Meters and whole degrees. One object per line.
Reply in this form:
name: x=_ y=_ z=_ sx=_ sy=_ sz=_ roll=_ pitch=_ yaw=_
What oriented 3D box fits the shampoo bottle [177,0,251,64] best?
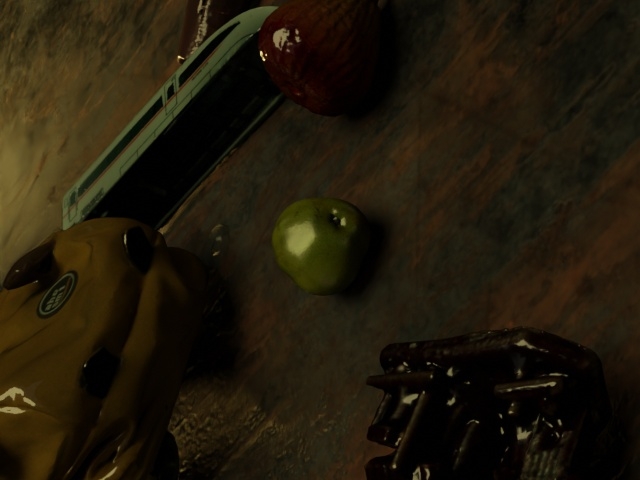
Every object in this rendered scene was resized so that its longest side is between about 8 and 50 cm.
shampoo bottle: x=-0.095 y=-0.300 z=1.766 sx=0.067 sy=0.068 sz=0.236 roll=9 pitch=84 yaw=55

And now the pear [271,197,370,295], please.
pear: x=0.000 y=0.000 z=1.475 sx=0.097 sy=0.092 sz=0.092 roll=-49 pitch=40 yaw=30

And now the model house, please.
model house: x=0.112 y=0.161 z=1.181 sx=0.203 sy=0.141 sz=0.164 roll=-20 pitch=33 yaw=54

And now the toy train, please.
toy train: x=-0.134 y=-0.130 z=1.725 sx=0.407 sy=0.086 sz=0.088 roll=-42 pitch=40 yaw=36

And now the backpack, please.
backpack: x=-0.278 y=0.150 z=1.656 sx=0.378 sy=0.201 sz=0.353 roll=-36 pitch=29 yaw=39

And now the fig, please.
fig: x=0.021 y=-0.181 z=1.534 sx=0.153 sy=0.119 sz=0.119 roll=-22 pitch=43 yaw=-6

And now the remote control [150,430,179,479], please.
remote control: x=-0.215 y=0.276 z=1.682 sx=0.222 sy=0.042 sz=0.072 roll=-46 pitch=42 yaw=29
